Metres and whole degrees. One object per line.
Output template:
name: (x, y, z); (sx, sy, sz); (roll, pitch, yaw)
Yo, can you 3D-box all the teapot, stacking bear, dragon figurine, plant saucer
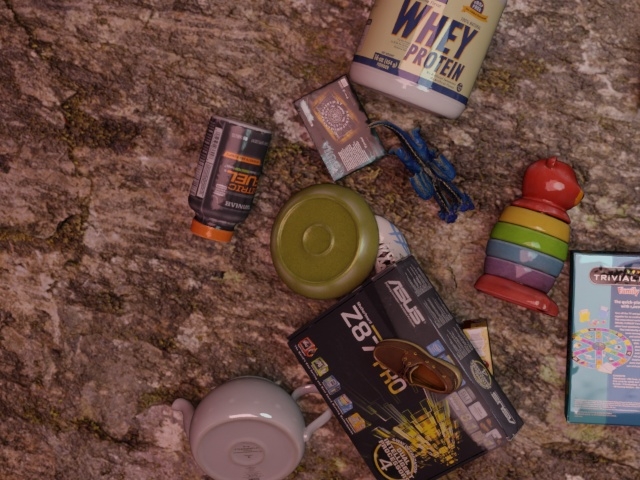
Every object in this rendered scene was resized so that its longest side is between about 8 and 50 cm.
teapot: (-0.141, 0.365, 1.990); (0.256, 0.187, 0.252); (31, 120, -20)
stacking bear: (0.417, -0.018, 1.880); (0.164, 0.175, 0.289); (19, 88, 22)
dragon figurine: (0.204, -0.139, 1.879); (0.085, 0.289, 0.144); (-38, 50, 8)
plant saucer: (0.000, 0.000, 1.971); (0.241, 0.037, 0.240); (-2, 83, 21)

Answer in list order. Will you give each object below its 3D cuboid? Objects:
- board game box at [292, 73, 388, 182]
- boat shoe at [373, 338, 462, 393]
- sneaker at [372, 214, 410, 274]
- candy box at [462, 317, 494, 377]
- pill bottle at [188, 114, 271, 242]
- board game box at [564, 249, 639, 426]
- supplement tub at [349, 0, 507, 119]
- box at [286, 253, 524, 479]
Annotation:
board game box: (0.039, -0.227, 1.978); (0.126, 0.026, 0.186); (-27, 89, 3)
boat shoe: (0.172, 0.232, 1.794); (0.178, 0.060, 0.064); (22, 113, 25)
sneaker: (0.147, 0.055, 1.961); (0.085, 0.086, 0.237); (-25, 89, 12)
candy box: (0.318, 0.256, 1.936); (0.053, 0.109, 0.186); (-9, 93, 10)
pill bottle: (-0.192, -0.122, 1.979); (0.130, 0.130, 0.245); (17, 98, 7)
board game box: (0.613, 0.191, 1.898); (0.254, 0.079, 0.336); (2, 95, 9)
supplement tub: (0.212, -0.414, 1.836); (0.235, 0.235, 0.324); (22, 98, 7)
box: (0.158, 0.273, 1.906); (0.318, 0.097, 0.395); (-36, 83, 31)
